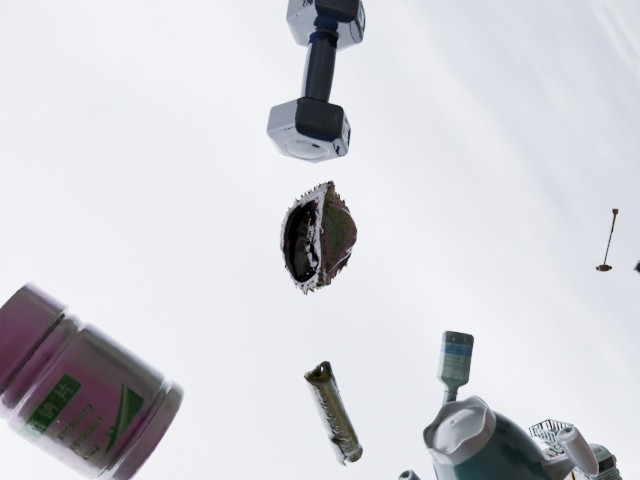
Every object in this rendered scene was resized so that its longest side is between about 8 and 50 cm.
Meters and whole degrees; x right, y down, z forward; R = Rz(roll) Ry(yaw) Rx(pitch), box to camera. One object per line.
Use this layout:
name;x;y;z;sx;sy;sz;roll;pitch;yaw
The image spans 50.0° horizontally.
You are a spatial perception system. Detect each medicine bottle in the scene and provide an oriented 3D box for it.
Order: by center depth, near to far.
medicine bottle;-0.412;0.244;1.138;0.325;0.212;0.212;39;-146;-11
medicine bottle;0.369;0.355;1.898;0.053;0.090;0.209;22;-104;-78

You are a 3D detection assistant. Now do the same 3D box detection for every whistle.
whistle;0.029;0.384;1.510;0.068;0.057;0.327;-37;-48;-24

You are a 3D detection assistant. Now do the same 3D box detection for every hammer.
hammer;0.483;0.001;1.148;0.014;0.029;0.123;-90;-2;-59

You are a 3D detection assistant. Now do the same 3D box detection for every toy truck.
toy truck;0.493;0.422;1.335;0.080;0.177;0.115;-16;-90;-19

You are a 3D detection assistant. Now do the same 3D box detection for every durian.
durian;0.003;0.000;1.154;0.108;0.119;0.187;7;-96;-45

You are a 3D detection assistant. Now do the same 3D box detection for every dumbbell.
dumbbell;-0.004;-0.310;1.273;0.144;0.160;0.325;25;-114;-41

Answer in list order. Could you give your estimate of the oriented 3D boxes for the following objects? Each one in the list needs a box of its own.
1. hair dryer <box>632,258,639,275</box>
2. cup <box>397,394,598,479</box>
hair dryer;0.722;-0.032;1.374;0.123;0.341;0.312;40;-139;19
cup;0.238;0.321;0.988;0.173;0.299;0.167;53;-146;-12
